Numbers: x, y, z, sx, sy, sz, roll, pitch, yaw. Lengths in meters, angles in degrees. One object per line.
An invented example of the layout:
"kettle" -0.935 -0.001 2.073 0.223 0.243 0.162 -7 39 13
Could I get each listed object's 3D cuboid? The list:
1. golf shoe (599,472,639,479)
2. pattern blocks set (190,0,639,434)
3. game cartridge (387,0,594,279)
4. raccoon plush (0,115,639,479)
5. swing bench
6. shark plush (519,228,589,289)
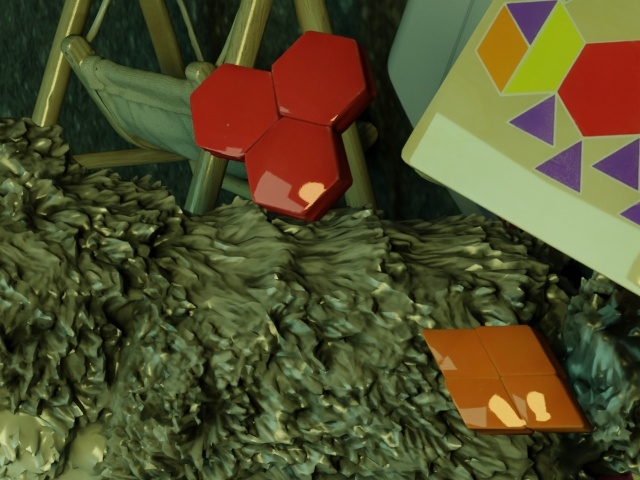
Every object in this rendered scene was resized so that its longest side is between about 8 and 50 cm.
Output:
"golf shoe" 0.209 0.141 0.846 0.306 0.115 0.140 -2 123 52
"pattern blocks set" 0.130 -0.053 0.729 0.325 0.026 0.285 40 93 26
"game cartridge" 0.138 -0.059 0.972 0.297 0.062 0.198 55 140 32
"raccoon plush" 0.000 0.000 0.851 0.446 0.299 0.216 -40 21 25
"swing bench" -0.084 -0.125 1.223 0.253 0.165 0.255 23 116 56
"shark plush" 0.118 -0.029 0.946 0.161 0.073 0.067 65 176 -22
